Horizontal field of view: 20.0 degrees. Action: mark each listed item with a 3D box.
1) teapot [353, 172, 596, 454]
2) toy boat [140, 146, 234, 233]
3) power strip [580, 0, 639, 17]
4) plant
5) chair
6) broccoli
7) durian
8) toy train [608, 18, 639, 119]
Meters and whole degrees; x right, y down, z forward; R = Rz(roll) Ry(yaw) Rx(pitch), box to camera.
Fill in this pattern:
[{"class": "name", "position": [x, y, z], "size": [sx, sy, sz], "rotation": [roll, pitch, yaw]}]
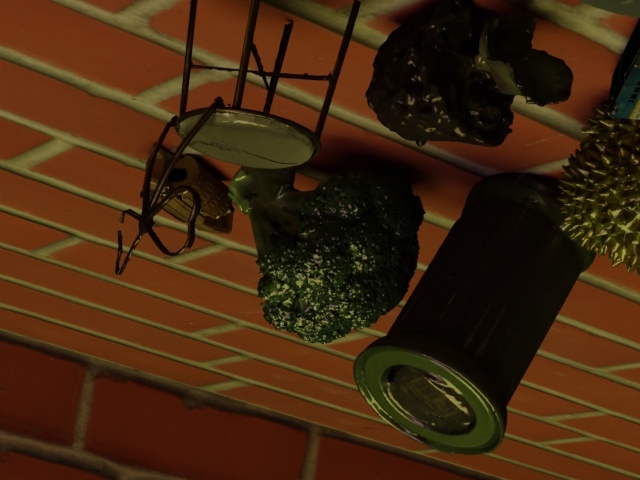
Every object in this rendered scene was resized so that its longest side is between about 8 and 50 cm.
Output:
[{"class": "teapot", "position": [0.191, 0.086, 2.268], "size": [0.200, 0.337, 0.270], "rotation": [40, 149, -10]}, {"class": "toy boat", "position": [-0.170, -0.061, 2.462], "size": [0.088, 0.068, 0.226], "rotation": [-4, 159, 24]}, {"class": "power strip", "position": [0.295, -0.245, 1.592], "size": [0.253, 0.054, 0.167], "rotation": [2, 161, 21]}, {"class": "plant", "position": [0.145, -0.165, 1.810], "size": [0.142, 0.131, 0.203], "rotation": [22, 158, -27]}, {"class": "chair", "position": [-0.082, -0.107, 1.795], "size": [0.170, 0.325, 0.160], "rotation": [22, 160, -33]}, {"class": "broccoli", "position": [0.000, 0.000, 2.320], "size": [0.270, 0.270, 0.270], "rotation": [40, 172, 19]}, {"class": "durian", "position": [0.365, -0.050, 2.017], "size": [0.200, 0.176, 0.237], "rotation": [25, -178, 22]}, {"class": "toy train", "position": [0.326, -0.182, 1.790], "size": [0.051, 0.052, 0.234], "rotation": [7, 163, 1]}]
